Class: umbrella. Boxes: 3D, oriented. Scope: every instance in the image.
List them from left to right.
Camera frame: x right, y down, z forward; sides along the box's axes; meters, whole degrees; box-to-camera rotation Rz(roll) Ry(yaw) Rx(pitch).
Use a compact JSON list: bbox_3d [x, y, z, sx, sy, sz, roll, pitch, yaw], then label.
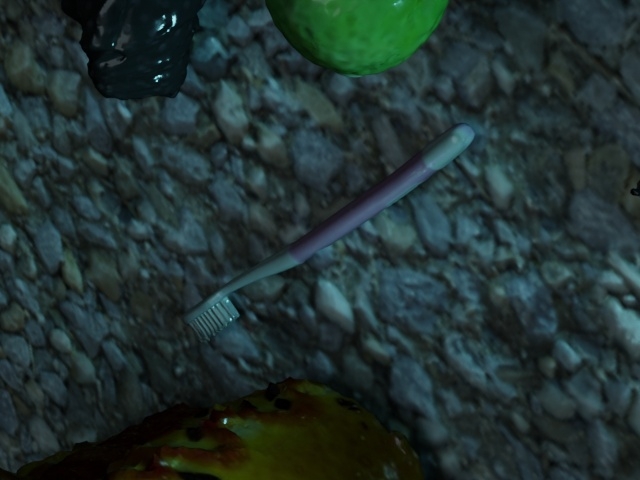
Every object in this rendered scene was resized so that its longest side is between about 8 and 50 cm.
[{"bbox_3d":[-0.105,-0.241,1.117,0.090,0.094,0.326,21,118,34],"label":"umbrella"}]

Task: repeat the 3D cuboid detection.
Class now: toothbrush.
[{"bbox_3d":[0.000,0.000,1.169,0.286,0.020,0.025,-35,91,44],"label":"toothbrush"}]

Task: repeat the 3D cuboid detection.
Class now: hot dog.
[{"bbox_3d":[-0.171,0.211,1.164,0.367,0.365,0.196,-14,95,43],"label":"hot dog"}]

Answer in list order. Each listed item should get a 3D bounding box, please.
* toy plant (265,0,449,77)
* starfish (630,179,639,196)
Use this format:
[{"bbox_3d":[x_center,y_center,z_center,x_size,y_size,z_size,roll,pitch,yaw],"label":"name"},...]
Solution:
[{"bbox_3d":[0.045,-0.199,0.949,0.235,0.175,0.218,-34,41,37],"label":"toy plant"},{"bbox_3d":[0.319,-0.088,0.815,0.358,0.078,0.347,23,117,19],"label":"starfish"}]
